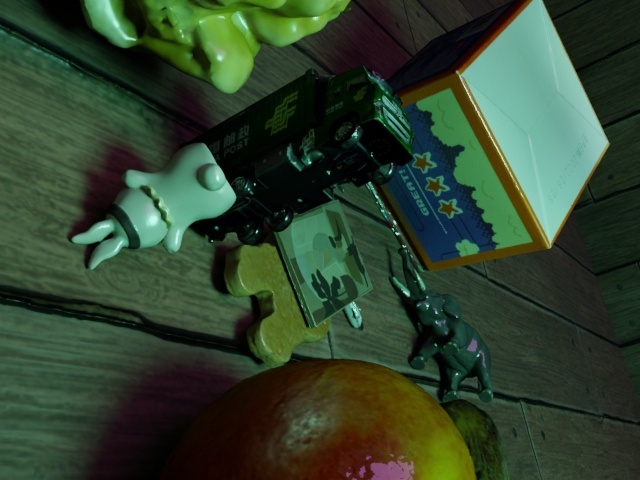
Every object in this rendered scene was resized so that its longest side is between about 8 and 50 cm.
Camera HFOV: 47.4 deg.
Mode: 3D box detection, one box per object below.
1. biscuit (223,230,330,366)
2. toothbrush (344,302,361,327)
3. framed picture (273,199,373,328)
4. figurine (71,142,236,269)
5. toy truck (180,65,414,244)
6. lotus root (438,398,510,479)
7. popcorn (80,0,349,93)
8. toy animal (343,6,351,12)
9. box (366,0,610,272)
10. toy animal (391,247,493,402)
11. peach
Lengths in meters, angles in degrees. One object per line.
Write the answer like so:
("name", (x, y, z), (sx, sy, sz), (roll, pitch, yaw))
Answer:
("biscuit", (-0.037, 0.058, 0.873), (0.236, 0.040, 0.144), (-20, 94, -66))
("toothbrush", (0.000, 0.000, 0.989), (0.022, 0.026, 0.263), (-33, 98, -55))
("framed picture", (0.007, 0.023, 0.939), (0.201, 0.010, 0.136), (-22, 92, -65))
("figurine", (-0.153, -0.023, 0.687), (0.081, 0.146, 0.098), (57, -4, 8))
("toy truck", (-0.031, -0.087, 0.754), (0.088, 0.259, 0.121), (39, 39, -41))
("lotus root", (0.127, 0.326, 0.805), (0.196, 0.179, 0.397), (60, 29, -9))
("popcorn", (-0.123, -0.368, 0.721), (0.390, 0.353, 0.344), (55, 39, -17))
("toy animal", (0.021, -0.541, 1.346), (0.056, 0.099, 0.241), (-14, 81, -61))
("box", (0.269, -0.181, 1.239), (0.349, 0.256, 0.319), (-48, 114, -39))
("toy animal", (0.188, 0.148, 1.151), (0.270, 0.082, 0.137), (54, 28, -15))
("peach", (-0.010, 0.218, 0.600), (0.281, 0.280, 0.238), (-59, 159, -57))
